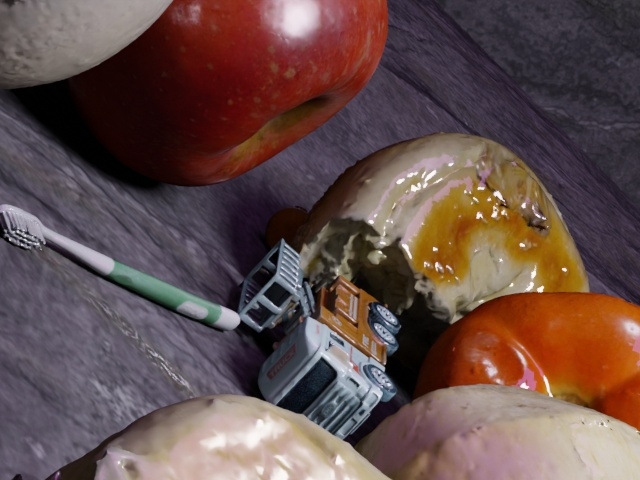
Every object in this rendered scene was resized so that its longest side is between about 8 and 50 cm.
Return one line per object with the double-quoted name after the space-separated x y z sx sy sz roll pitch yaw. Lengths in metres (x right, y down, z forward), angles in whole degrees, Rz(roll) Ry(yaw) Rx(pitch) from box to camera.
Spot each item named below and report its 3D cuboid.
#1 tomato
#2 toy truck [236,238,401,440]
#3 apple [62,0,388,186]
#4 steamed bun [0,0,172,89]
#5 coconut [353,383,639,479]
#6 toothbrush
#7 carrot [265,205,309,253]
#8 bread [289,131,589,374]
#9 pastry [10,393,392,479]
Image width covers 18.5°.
0.188 0.164 1.529 0.260 0.260 0.180 57 -14 27 "tomato"
-0.006 0.080 1.494 0.115 0.080 0.177 39 17 -13 "toy truck"
-0.084 -0.169 1.535 0.216 0.260 0.260 56 17 13 "apple"
-0.202 -0.228 1.353 0.283 0.283 0.177 58 3 29 "steamed bun"
0.125 0.225 1.235 0.259 0.259 0.259 44 17 -17 "coconut"
-0.138 0.024 1.387 0.257 0.018 0.024 28 29 -50 "toothbrush"
0.000 0.000 1.751 0.048 0.048 0.139 55 15 20 "carrot"
0.107 0.007 1.688 0.314 0.192 0.171 31 -21 -37 "bread"
-0.040 0.193 0.928 0.265 0.133 0.264 17 58 -29 "pastry"
